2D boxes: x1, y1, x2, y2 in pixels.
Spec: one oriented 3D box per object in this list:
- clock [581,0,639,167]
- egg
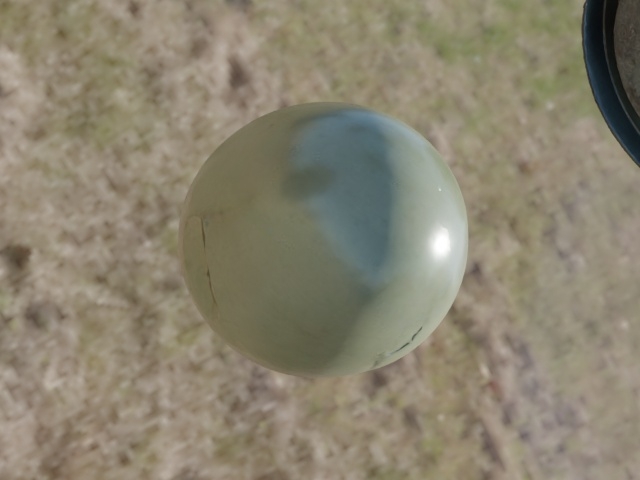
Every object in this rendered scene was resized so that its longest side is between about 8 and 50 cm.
[{"bbox_3d":[0.404,-0.198,1.676,0.066,0.319,0.319,-21,81,-31],"label":"clock"},{"bbox_3d":[0.000,0.000,1.267,0.219,0.219,0.269,59,-20,-5],"label":"egg"}]
